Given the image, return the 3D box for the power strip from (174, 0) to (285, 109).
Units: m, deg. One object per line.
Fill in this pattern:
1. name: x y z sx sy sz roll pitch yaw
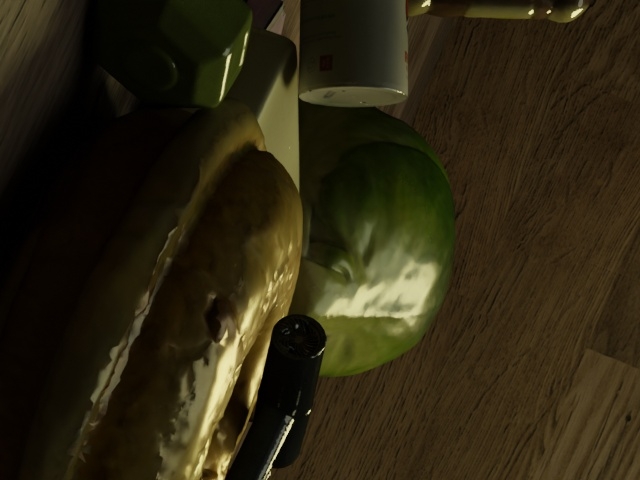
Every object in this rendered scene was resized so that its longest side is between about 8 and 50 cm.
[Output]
1. power strip: -0.100 -0.133 1.862 0.279 0.037 0.109 -60 169 -47

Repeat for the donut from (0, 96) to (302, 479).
1. donut: -0.147 0.089 1.538 0.449 0.198 0.449 23 90 -84

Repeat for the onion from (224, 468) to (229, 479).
1. onion: -0.185 0.299 1.987 0.246 0.190 0.246 -55 -165 22

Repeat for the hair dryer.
1. hair dryer: -0.056 0.175 1.528 0.173 0.050 0.195 100 14 -51

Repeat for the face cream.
1. face cream: 0.030 -0.230 1.709 0.096 0.096 0.214 57 34 -82

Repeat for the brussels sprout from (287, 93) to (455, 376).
1. brussels sprout: 0.003 0.005 2.148 0.355 0.281 0.289 -34 146 -61

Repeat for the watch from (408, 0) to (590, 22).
1. watch: 0.149 -0.398 1.876 0.335 0.314 0.327 -115 -152 -70

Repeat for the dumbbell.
1. dumbbell: -0.069 -0.228 1.490 0.121 0.108 0.302 105 10 -51

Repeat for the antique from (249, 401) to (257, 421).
1. antique: -0.102 0.170 2.428 0.257 0.143 0.121 71 44 -77

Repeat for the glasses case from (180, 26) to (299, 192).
1. glasses case: -0.074 -0.065 1.796 0.313 0.070 0.131 90 21 -63
